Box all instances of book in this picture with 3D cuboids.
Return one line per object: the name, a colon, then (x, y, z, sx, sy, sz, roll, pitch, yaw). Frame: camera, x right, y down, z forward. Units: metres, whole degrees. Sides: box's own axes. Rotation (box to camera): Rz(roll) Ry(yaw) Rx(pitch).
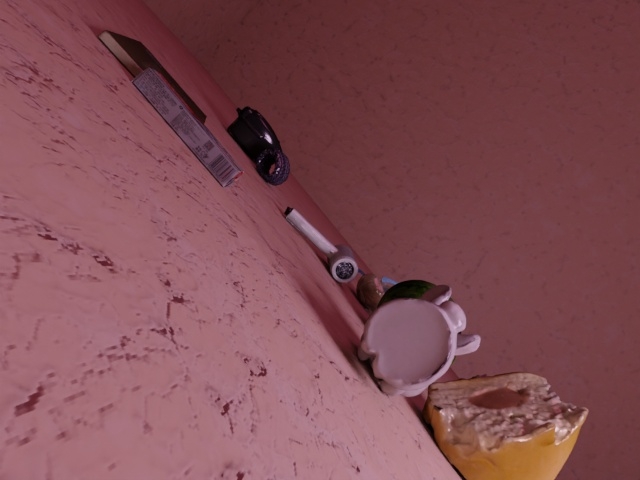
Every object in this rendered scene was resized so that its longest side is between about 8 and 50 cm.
book: (-0.317, -0.315, 0.881, 0.217, 0.021, 0.310, 49, 5, -23)

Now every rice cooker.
rice cooker: (-0.211, -0.341, 1.423, 0.203, 0.118, 0.142, 49, 6, -24)

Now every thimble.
thimble: (-0.145, -0.220, 1.313, 0.066, 0.095, 0.105, 26, 59, -55)

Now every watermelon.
watermelon: (0.225, 0.190, 0.966, 0.214, 0.188, 0.188, 35, 6, -2)

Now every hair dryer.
hair dryer: (0.000, 0.000, 1.102, 0.236, 0.073, 0.131, 47, 7, -10)

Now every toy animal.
toy animal: (0.145, 0.149, 0.657, 0.128, 0.178, 0.193, 55, 8, 24)

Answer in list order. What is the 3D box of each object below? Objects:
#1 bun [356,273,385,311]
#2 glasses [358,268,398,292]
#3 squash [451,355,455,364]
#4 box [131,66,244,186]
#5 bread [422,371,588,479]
bun: (0.138, 0.149, 1.207, 0.115, 0.069, 0.115, 160, -90, -88)
glasses: (0.201, 0.169, 1.439, 0.189, 0.088, 0.220, 18, -6, 45)
squash: (0.238, 0.237, 1.195, 0.107, 0.107, 0.395, 48, 1, -22)
box: (-0.213, -0.184, 0.719, 0.218, 0.039, 0.055, 50, 6, -5)
bread: (0.294, 0.299, 0.742, 0.211, 0.224, 0.183, 40, 3, -20)
